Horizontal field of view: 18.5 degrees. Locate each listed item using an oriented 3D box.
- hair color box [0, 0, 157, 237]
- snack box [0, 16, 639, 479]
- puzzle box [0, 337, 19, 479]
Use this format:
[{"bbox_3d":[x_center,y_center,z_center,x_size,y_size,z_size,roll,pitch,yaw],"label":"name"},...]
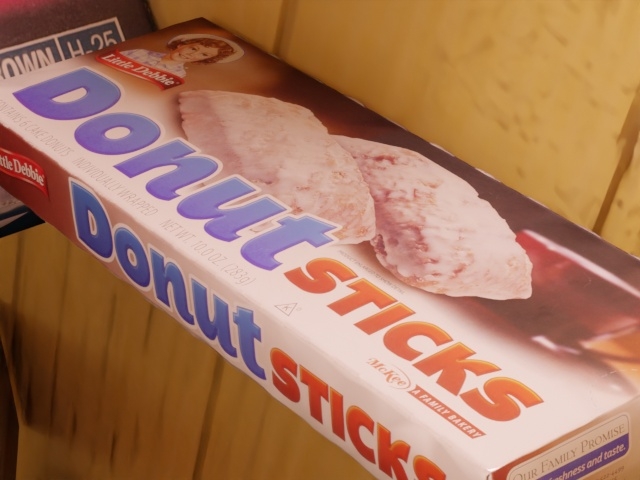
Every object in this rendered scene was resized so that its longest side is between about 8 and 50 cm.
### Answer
[{"bbox_3d":[-0.180,-0.150,0.477,0.105,0.174,0.347,-20,91,60],"label":"hair color box"},{"bbox_3d":[0.000,0.000,0.387,0.178,0.064,0.022,33,136,45],"label":"snack box"},{"bbox_3d":[-0.213,0.129,0.449,0.409,0.272,0.052,-106,7,-70],"label":"puzzle box"}]
